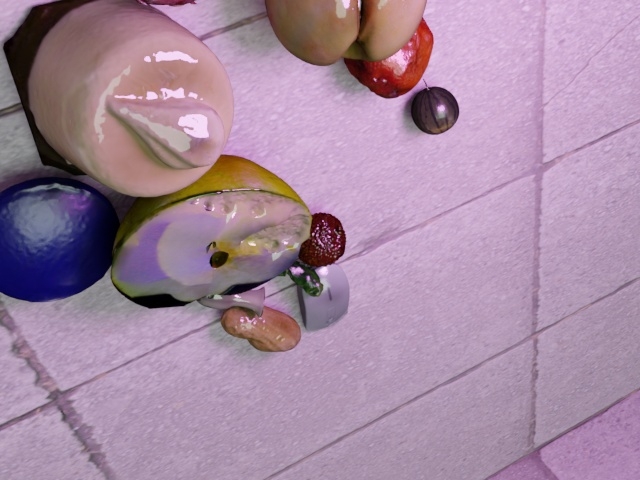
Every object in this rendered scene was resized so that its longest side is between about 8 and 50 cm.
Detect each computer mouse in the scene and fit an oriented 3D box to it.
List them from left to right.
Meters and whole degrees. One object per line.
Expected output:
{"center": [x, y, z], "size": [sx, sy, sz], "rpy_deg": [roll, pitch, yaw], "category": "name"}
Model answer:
{"center": [0.011, 0.146, 1.829], "size": [0.128, 0.079, 0.231], "rpy_deg": [-24, 134, -12], "category": "computer mouse"}

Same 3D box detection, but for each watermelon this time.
{"center": [0.248, -0.296, 1.633], "size": [0.105, 0.105, 0.133], "rpy_deg": [-33, 120, -7], "category": "watermelon"}

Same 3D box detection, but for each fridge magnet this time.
{"center": [-0.506, -0.003, 1.377], "size": [0.265, 0.112, 0.265], "rpy_deg": [-17, 130, -22], "category": "fridge magnet"}

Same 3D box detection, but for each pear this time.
{"center": [-0.224, -0.040, 1.458], "size": [0.399, 0.165, 0.399], "rpy_deg": [-17, 150, -10], "category": "pear"}

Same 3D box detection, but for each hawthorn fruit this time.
{"center": [0.141, -0.372, 1.476], "size": [0.179, 0.173, 0.173], "rpy_deg": [-32, 133, -7], "category": "hawthorn fruit"}

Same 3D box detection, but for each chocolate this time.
{"center": [-0.313, -0.223, 1.219], "size": [0.326, 0.297, 0.314], "rpy_deg": [-17, 124, -19], "category": "chocolate"}

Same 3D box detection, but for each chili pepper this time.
{"center": [-0.077, 0.079, 1.710], "size": [0.182, 0.050, 0.073], "rpy_deg": [13, 88, -10], "category": "chili pepper"}

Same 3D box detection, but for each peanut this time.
{"center": [-0.140, 0.209, 1.765], "size": [0.226, 0.095, 0.108], "rpy_deg": [27, 109, -40], "category": "peanut"}

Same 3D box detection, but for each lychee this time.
{"center": [-0.001, 0.002, 1.687], "size": [0.129, 0.123, 0.123], "rpy_deg": [-41, 134, 13], "category": "lychee"}

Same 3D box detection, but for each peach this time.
{"center": [0.041, -0.450, 1.295], "size": [0.292, 0.292, 0.247], "rpy_deg": [-40, 175, 0], "category": "peach"}

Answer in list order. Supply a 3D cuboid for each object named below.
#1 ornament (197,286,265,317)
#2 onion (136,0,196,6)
{"center": [-0.206, 0.125, 1.662], "size": [0.156, 0.074, 0.081], "rpy_deg": [12, 155, -16], "category": "ornament"}
{"center": [-0.241, -0.471, 1.177], "size": [0.159, 0.159, 0.195], "rpy_deg": [-13, 127, -23], "category": "onion"}
